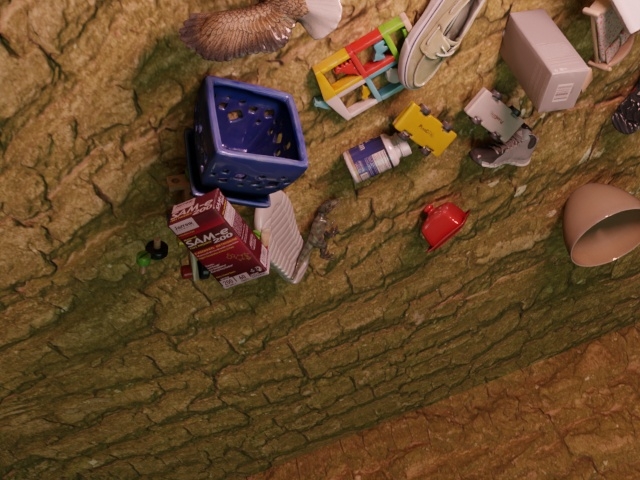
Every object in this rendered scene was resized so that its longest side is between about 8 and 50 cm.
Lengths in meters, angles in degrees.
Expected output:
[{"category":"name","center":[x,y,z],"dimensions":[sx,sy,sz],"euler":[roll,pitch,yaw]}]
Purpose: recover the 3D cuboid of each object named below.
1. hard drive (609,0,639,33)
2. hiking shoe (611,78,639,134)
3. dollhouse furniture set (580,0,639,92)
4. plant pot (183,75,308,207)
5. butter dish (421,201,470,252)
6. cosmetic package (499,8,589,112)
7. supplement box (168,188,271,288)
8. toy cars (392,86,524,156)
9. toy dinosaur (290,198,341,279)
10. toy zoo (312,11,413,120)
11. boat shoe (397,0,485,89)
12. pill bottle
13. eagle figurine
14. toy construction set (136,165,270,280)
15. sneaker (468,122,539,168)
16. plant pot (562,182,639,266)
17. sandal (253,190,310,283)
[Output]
[{"category":"hard drive","center":[0.671,-0.650,1.632],"dimensions":[0.233,0.047,0.353],"euler":[-31,103,14]},{"category":"hiking shoe","center":[0.944,-0.432,2.193],"dimensions":[0.304,0.113,0.132],"euler":[-48,166,24]},{"category":"dollhouse furniture set","center":[0.719,-0.532,1.740],"dimensions":[0.355,0.174,0.303],"euler":[-52,146,-9]},{"category":"plant pot","center":[-0.189,-0.213,1.818],"dimensions":[0.236,0.236,0.212],"euler":[7,142,-30]},{"category":"butter dish","center":[0.361,-0.060,2.367],"dimensions":[0.160,0.118,0.160],"euler":[-42,180,27]},{"category":"cosmetic package","center":[0.528,-0.432,1.863],"dimensions":[0.107,0.238,0.127],"euler":[-9,145,-10]},{"category":"supplement box","center":[-0.231,0.000,1.816],"dimensions":[0.130,0.073,0.239],"euler":[-20,130,21]},{"category":"toy cars","center":[0.356,-0.323,2.051],"dimensions":[0.393,0.087,0.176],"euler":[-13,132,-17]},{"category":"toy dinosaur","center":[0.000,0.000,2.270],"dimensions":[0.118,0.064,0.268],"euler":[16,102,-45]},{"category":"toy zoo","center":[0.110,-0.402,1.876],"dimensions":[0.293,0.030,0.192],"euler":[-29,143,11]},{"category":"boat shoe","center":[0.272,-0.467,1.779],"dimensions":[0.109,0.094,0.302],"euler":[-2,132,-35]},{"category":"pill bottle","center":[0.151,-0.226,2.066],"dimensions":[0.169,0.094,0.094],"euler":[-24,143,5]},{"category":"eagle figurine","center":[-0.120,-0.479,1.547],"dimensions":[0.298,0.226,0.225],"euler":[-4,161,-28]},{"category":"toy construction set","center":[-0.274,-0.051,1.948],"dimensions":[0.309,0.257,0.237],"euler":[12,130,-1]},{"category":"sneaker","center":[0.527,-0.278,2.198],"dimensions":[0.228,0.086,0.132],"euler":[-6,137,-35]},{"category":"plant pot","center":[0.902,-0.076,2.526],"dimensions":[0.284,0.191,0.284],"euler":[-12,142,-10]},{"category":"sandal","center":[-0.134,0.001,2.208],"dimensions":[0.102,0.169,0.416],"euler":[14,151,23]}]
